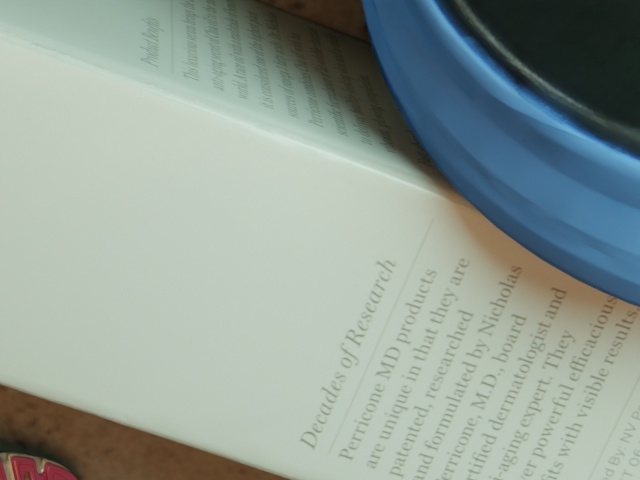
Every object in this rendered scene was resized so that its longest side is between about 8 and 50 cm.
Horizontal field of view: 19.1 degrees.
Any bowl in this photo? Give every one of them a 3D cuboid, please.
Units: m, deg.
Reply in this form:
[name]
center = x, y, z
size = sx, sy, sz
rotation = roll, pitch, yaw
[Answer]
[bowl]
center = 0.209, -0.143, 0.816
size = 0.391, 0.391, 0.077
rotation = -10, 147, -1

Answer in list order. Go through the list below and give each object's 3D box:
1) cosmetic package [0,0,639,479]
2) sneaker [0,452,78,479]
[cosmetic package]
center = 0.000, 0.000, 0.927
size = 0.453, 0.230, 0.161
rotation = 20, 108, -11
[sneaker]
center = -0.218, 0.153, 1.055
size = 0.170, 0.075, 0.063
rotation = -11, 94, -25
